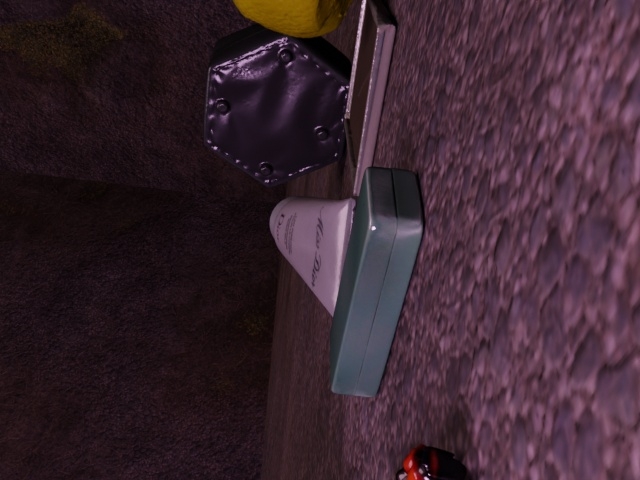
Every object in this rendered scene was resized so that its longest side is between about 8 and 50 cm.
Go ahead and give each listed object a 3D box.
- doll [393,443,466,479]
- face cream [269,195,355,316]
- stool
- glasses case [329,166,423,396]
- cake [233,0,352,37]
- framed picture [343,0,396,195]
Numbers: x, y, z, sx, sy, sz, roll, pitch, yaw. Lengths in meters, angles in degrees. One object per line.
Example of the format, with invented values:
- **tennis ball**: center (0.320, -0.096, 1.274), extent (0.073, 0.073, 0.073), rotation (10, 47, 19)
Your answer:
- **doll**: center (0.032, 0.168, 0.410), extent (0.169, 0.057, 0.109), rotation (100, 176, -47)
- **face cream**: center (0.000, 0.000, 0.994), extent (0.314, 0.089, 0.143), rotation (-145, 61, -72)
- **stool**: center (-0.061, -0.203, 1.131), extent (0.141, 0.232, 0.232), rotation (-96, 13, -62)
- **glasses case**: center (0.040, 0.036, 0.612), extent (0.077, 0.039, 0.184), rotation (-90, 8, -51)
- **cake**: center (-0.017, -0.372, 0.892), extent (0.179, 0.156, 0.260), rotation (17, -90, -75)
- **framed picture**: center (0.049, -0.186, 0.915), extent (0.260, 0.023, 0.189), rotation (-93, 11, -64)
